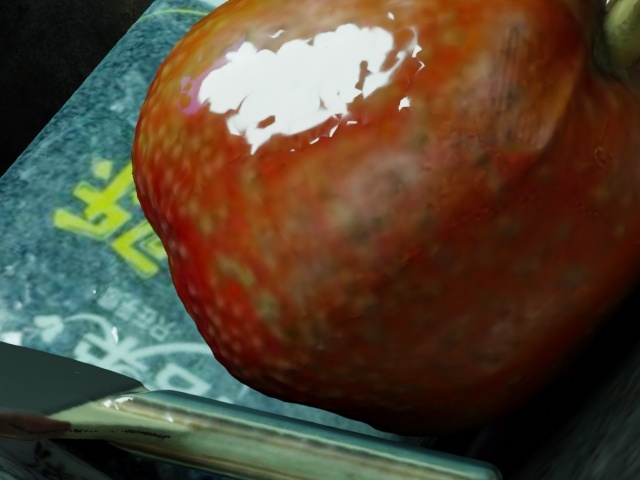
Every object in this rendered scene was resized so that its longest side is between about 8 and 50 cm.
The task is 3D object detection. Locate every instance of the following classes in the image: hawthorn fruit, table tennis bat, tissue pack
[{"bbox_3d":[0.051,-0.033,0.521,0.203,0.162,0.162,-29,14,30],"label":"hawthorn fruit"},{"bbox_3d":[-0.084,0.044,0.510,0.154,0.274,0.021,4,-82,-82],"label":"table tennis bat"},{"bbox_3d":[-0.018,0.000,0.671,0.257,0.185,0.081,-54,-14,-29],"label":"tissue pack"}]
